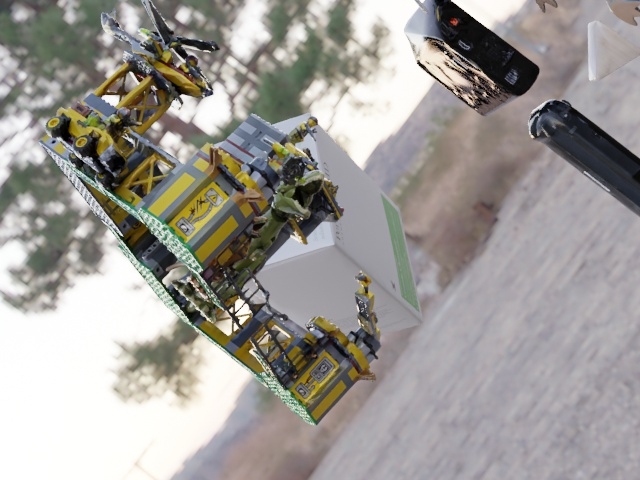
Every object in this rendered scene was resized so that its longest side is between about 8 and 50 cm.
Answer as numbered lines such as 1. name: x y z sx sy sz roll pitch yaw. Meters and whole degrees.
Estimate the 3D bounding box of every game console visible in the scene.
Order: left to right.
1. game console: 0.237 -0.122 1.379 0.044 0.361 0.213 -52 2 -1

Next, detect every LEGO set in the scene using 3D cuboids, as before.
1. LEGO set: -0.047 -0.035 1.032 0.192 0.255 0.331 -46 -48 -13

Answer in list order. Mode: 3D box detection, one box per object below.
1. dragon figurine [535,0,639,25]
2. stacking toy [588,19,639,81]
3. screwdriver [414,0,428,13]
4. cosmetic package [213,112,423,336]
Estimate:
1. dragon figurine: 0.265 -0.296 1.332 0.144 0.289 0.085 -72 -10 -48
2. stacking toy: 0.501 -0.366 1.870 0.279 0.309 0.130 -11 2 -19
3. screwdriver: 0.046 -0.271 1.195 0.025 0.170 0.024 -46 -9 22
4. cosmetic package: 0.000 0.000 1.801 0.155 0.197 0.365 -17 -23 15
